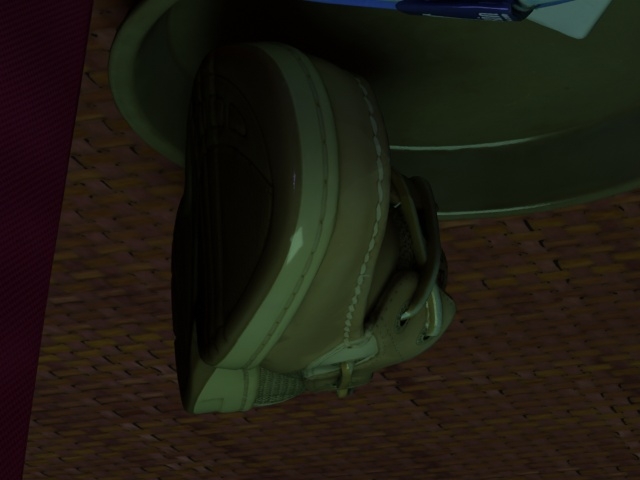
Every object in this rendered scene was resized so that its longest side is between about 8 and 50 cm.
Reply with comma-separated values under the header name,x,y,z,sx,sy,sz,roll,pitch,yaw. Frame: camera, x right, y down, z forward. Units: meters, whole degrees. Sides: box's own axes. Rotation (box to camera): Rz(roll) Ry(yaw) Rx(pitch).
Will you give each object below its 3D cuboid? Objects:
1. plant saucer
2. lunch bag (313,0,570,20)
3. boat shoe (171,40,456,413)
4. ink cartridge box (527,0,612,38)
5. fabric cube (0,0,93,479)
name,x,y,z,sx,sy,sz,roll,pitch,yaw
plant saucer,0.051,-0.078,0.802,0.277,0.041,0.278,0,158,0
lunch bag,-0.017,-0.146,0.459,0.176,0.090,0.219,9,152,24
boat shoe,0.000,0.000,0.804,0.110,0.122,0.341,-1,168,-8
ink cartridge box,0.017,-0.163,0.557,0.224,0.045,0.223,20,155,-6
fabric cube,-0.228,-0.070,0.490,0.254,0.258,0.259,-10,147,25
